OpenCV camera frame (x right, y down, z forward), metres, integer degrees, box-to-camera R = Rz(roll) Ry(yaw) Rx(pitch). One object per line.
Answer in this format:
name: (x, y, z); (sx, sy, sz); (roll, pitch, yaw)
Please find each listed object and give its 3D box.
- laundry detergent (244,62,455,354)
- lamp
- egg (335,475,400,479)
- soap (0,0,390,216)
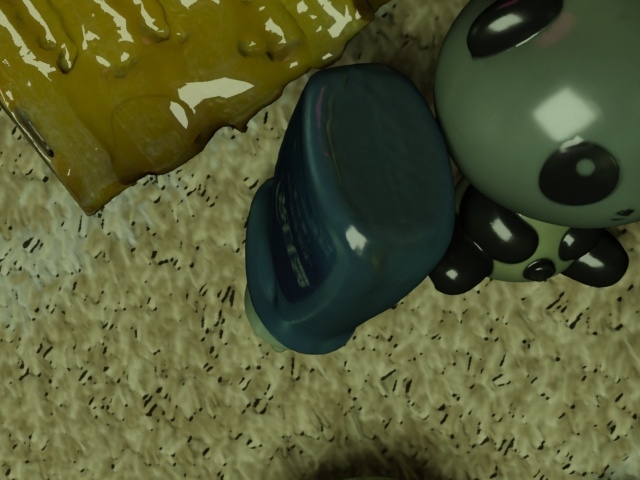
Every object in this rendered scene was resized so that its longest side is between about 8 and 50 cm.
laundry detergent: (0.000, 0.000, 1.081); (0.290, 0.094, 0.143); (125, 129, -62)
lamp: (0.160, -0.072, 1.027); (0.197, 0.198, 0.244); (21, 131, 3)
egg: (0.014, 0.289, 1.216); (0.186, 0.186, 0.253); (39, 120, -6)
soap: (-0.135, -0.195, 1.056); (0.259, 0.143, 0.281); (-32, 104, 19)
